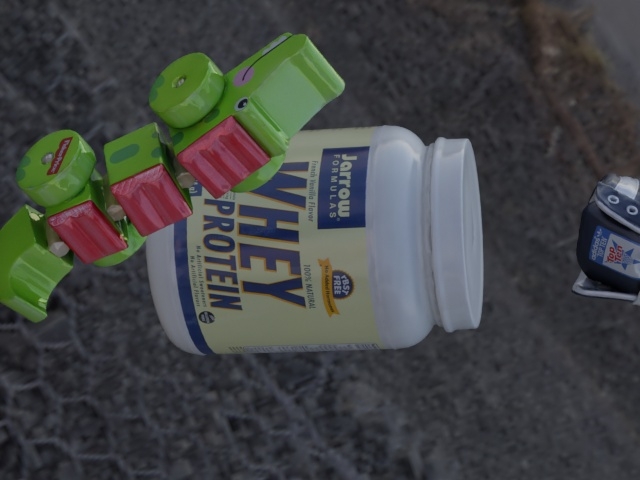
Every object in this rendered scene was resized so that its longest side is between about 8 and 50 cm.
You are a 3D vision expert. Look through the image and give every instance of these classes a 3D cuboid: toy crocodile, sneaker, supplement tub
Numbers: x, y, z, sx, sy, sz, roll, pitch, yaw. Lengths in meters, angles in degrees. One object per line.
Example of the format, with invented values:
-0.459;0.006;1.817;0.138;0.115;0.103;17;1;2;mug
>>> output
-0.134;-0.055;1.334;0.115;0.340;0.105;53;11;-39;toy crocodile
0.272;0.034;1.150;0.153;0.099;0.282;5;26;-9;sneaker
0.000;0.000;1.701;0.235;0.324;0.235;-3;90;-79;supplement tub
